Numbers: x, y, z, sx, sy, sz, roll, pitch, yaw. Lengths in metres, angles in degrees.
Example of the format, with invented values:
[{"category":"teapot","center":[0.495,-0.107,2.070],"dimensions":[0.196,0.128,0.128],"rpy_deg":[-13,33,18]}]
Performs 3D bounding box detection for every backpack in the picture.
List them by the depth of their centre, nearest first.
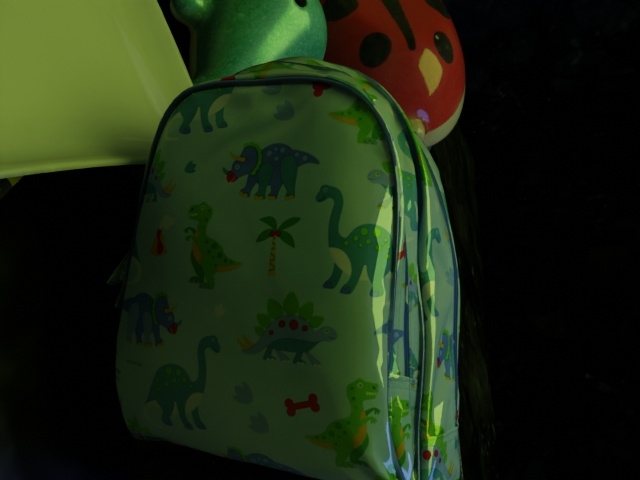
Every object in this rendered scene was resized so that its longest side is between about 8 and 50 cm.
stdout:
[{"category":"backpack","center":[-0.018,0.038,0.458],"dimensions":[0.273,0.290,0.355],"rpy_deg":[43,57,-58]}]

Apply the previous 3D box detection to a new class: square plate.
[{"category":"square plate","center":[-0.238,-0.199,0.400],"dimensions":[0.343,0.049,0.347],"rpy_deg":[67,24,-1]}]

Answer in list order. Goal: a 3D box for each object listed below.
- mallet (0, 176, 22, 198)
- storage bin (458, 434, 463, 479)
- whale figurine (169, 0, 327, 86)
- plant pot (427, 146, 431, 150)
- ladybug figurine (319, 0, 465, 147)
[{"category":"mallet","center":[-0.237,-0.056,0.418],"dimensions":[0.062,0.039,0.189],"rpy_deg":[64,31,-26]},{"category":"storage bin","center":[0.114,0.318,0.857],"dimensions":[0.084,0.180,0.121],"rpy_deg":[40,44,-55]},{"category":"whale figurine","center":[-0.084,-0.232,0.694],"dimensions":[0.216,0.141,0.271],"rpy_deg":[41,51,-26]},{"category":"plant pot","center":[0.116,-0.219,1.070],"dimensions":[0.234,0.166,0.165],"rpy_deg":[94,-19,-52]},{"category":"ladybug figurine","center":[0.079,-0.324,0.887],"dimensions":[0.161,0.306,0.449],"rpy_deg":[104,-29,-51]}]
